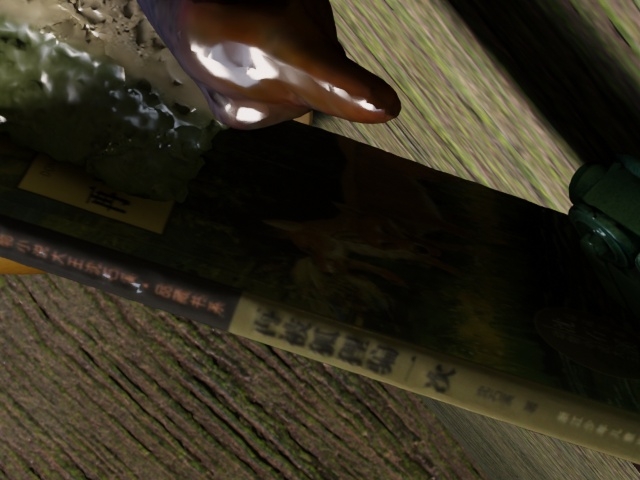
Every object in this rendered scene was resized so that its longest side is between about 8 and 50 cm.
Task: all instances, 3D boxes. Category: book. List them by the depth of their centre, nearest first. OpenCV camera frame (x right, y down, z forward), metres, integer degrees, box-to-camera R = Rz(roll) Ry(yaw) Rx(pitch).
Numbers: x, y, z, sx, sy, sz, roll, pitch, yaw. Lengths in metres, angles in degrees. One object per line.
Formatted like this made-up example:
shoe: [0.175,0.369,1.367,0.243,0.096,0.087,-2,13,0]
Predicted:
book: [0.000,0.000,0.580,0.228,0.024,0.160,19,-160,-2]

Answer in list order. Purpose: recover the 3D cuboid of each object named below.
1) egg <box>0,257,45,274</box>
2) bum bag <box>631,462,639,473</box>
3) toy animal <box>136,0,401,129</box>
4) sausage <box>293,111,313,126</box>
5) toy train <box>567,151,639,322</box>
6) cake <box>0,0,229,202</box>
egg: [-0.242,-0.131,1.276,0.351,0.282,0.282,46,178,-24]
bum bag: [0.174,0.120,1.022,0.159,0.026,0.109,49,176,-7]
toy animal: [-0.071,-0.145,0.367,0.298,0.122,0.185,51,176,-17]
sausage: [-0.043,-0.076,1.265,0.066,0.066,0.301,48,174,-2]
toy train: [0.124,0.024,0.510,0.148,0.038,0.071,44,177,47]
cake: [-0.140,-0.134,0.544,0.172,0.158,0.283,5,-153,-43]
